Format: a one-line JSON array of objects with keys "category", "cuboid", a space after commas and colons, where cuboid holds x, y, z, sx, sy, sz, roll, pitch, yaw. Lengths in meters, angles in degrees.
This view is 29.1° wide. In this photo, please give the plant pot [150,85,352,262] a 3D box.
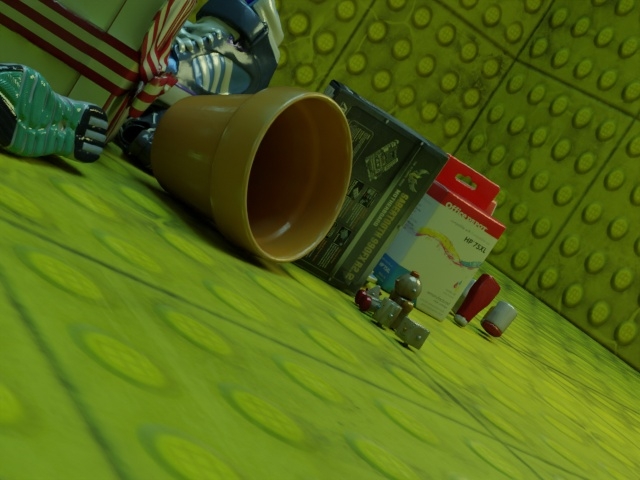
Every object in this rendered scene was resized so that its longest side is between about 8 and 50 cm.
[{"category": "plant pot", "cuboid": [-0.096, -0.095, 1.492, 0.188, 0.205, 0.205, 18, -3, 34]}]

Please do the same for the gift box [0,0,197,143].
[{"category": "gift box", "cuboid": [-0.283, -0.267, 1.478, 0.258, 0.276, 0.255, 34, 11, -5]}]

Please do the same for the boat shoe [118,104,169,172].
[{"category": "boat shoe", "cuboid": [-0.238, -0.150, 1.664, 0.065, 0.075, 0.206, 33, 10, -26]}]

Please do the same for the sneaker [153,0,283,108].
[{"category": "sneaker", "cuboid": [-0.173, -0.299, 1.775, 0.130, 0.236, 0.323, 23, 1, 33]}]

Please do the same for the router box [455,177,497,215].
[{"category": "router box", "cuboid": [0.109, -0.100, 2.203, 0.301, 0.082, 0.335, 28, -7, -17]}]

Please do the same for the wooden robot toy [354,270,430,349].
[{"category": "wooden robot toy", "cuboid": [0.099, 0.072, 1.595, 0.076, 0.079, 0.173, 31, 6, -20]}]

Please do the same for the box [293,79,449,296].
[{"category": "box", "cuboid": [0.030, -0.067, 1.622, 0.183, 0.231, 0.056, 29, 10, -22]}]

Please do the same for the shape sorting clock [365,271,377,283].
[{"category": "shape sorting clock", "cuboid": [0.000, 0.000, 1.834, 0.206, 0.040, 0.206, 32, 7, -4]}]

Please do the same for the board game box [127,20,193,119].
[{"category": "board game box", "cuboid": [-0.250, -0.262, 1.939, 0.275, 0.144, 0.142, 28, -22, -38]}]

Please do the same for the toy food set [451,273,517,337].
[{"category": "toy food set", "cuboid": [0.242, 0.107, 2.113, 0.232, 0.104, 0.111, 50, -17, -31]}]

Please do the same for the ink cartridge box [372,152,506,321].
[{"category": "ink cartridge box", "cuboid": [0.194, -0.005, 1.952, 0.134, 0.231, 0.078, 29, 8, -29]}]

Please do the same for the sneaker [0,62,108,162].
[{"category": "sneaker", "cuboid": [-0.306, -0.125, 1.233, 0.098, 0.083, 0.224, 13, -6, 21]}]
